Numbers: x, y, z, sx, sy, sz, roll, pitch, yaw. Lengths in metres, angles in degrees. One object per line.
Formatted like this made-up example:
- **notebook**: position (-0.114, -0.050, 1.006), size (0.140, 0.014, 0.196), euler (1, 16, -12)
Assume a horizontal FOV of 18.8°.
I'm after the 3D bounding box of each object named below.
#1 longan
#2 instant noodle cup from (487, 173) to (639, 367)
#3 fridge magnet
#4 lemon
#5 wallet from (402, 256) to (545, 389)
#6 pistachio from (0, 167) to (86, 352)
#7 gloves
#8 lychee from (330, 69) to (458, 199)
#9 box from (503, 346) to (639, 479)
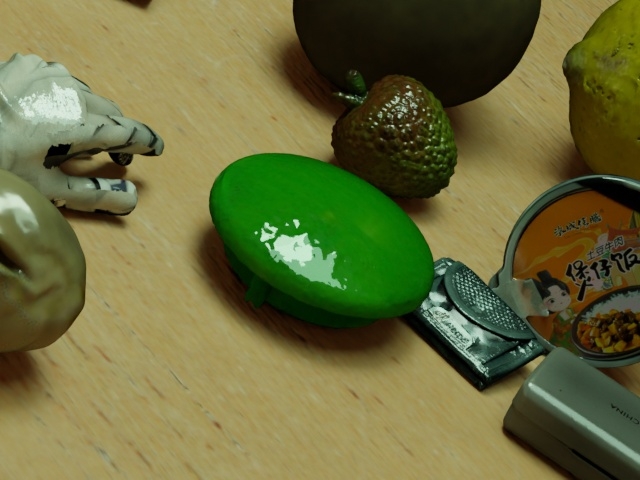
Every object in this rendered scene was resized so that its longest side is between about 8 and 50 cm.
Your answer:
- **longan**: position (0.099, -0.256, 1.972), size (0.258, 0.258, 0.258), euler (20, 30, -12)
- **instant noodle cup**: position (0.259, 0.015, 1.768), size (0.208, 0.178, 0.125), euler (-3, 13, 8)
- **fridge magnet**: position (0.000, 0.000, 1.651), size (0.208, 0.088, 0.208), euler (19, 31, -12)
- **lemon**: position (0.391, -0.144, 2.016), size (0.310, 0.258, 0.258), euler (15, 31, -25)
- **wallet**: position (0.129, 0.068, 1.690), size (0.088, 0.026, 0.129), euler (-26, 58, -36)
- **pistachio**: position (-0.269, 0.004, 1.398), size (0.215, 0.144, 0.144), euler (27, 29, 14)
- **gloves**: position (-0.219, -0.092, 1.612), size (0.212, 0.111, 0.127), euler (-7, 38, -33)
- **lychee**: position (0.068, -0.101, 1.839), size (0.146, 0.114, 0.114), euler (42, 26, -16)
- **box**: position (0.274, 0.186, 1.608), size (0.243, 0.055, 0.103), euler (33, 30, 13)
